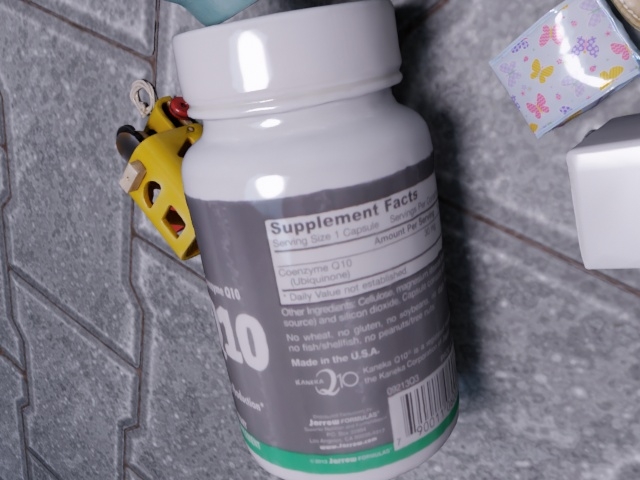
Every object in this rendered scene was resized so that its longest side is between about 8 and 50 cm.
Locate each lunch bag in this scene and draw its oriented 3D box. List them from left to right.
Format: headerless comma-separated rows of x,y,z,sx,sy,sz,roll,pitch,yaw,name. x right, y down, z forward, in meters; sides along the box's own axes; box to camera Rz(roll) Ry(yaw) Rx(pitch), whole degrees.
0.175,-0.124,0.436,0.071,0.053,0.083,57,142,5,lunch bag

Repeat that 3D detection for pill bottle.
0.000,0.000,0.529,0.204,0.204,0.361,4,111,37,pill bottle

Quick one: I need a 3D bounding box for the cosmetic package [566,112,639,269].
0.276,-0.040,0.351,0.231,0.117,0.086,-5,105,41,cosmetic package

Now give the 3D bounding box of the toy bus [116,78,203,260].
-0.169,-0.078,0.692,0.202,0.104,0.191,8,114,35,toy bus

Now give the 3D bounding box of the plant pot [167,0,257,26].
-0.078,-0.282,0.437,0.293,0.293,0.196,-13,128,41,plant pot

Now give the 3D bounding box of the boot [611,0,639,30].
0.153,-0.210,0.336,0.077,0.165,0.213,-11,102,41,boot
